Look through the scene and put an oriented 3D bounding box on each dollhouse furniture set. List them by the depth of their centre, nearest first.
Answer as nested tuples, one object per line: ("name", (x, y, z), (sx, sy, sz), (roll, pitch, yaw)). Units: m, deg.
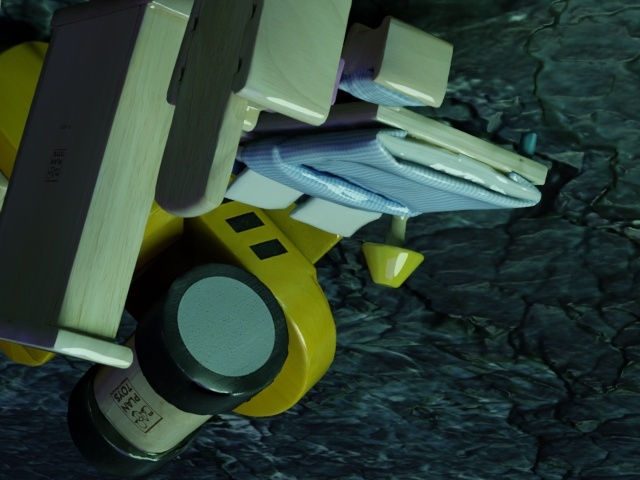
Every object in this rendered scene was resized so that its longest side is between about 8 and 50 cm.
("dollhouse furniture set", (0.000, 0.000, 0.826), (0.303, 0.198, 0.286), (18, 172, -32))

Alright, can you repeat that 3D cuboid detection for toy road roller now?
("toy road roller", (-0.123, -0.009, 1.051), (0.329, 0.240, 0.202), (48, 142, 1))
